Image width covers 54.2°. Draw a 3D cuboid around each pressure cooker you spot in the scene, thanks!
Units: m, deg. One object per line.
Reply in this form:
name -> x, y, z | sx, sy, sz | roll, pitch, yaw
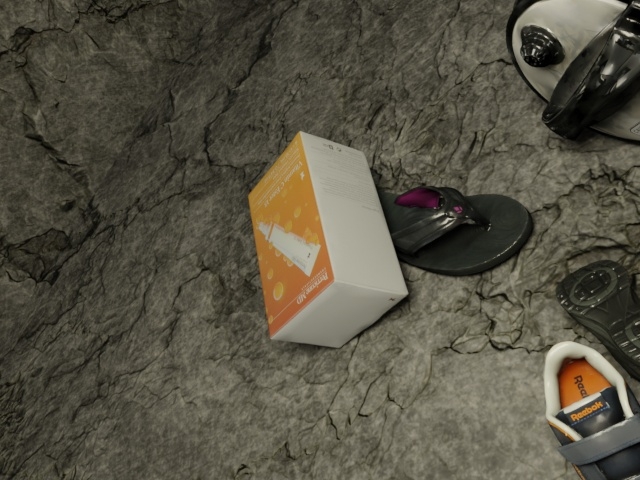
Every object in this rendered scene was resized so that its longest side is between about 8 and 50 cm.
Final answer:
pressure cooker -> 0.501, -0.350, 0.970 | 0.420, 0.370, 0.376 | -53, 39, -9

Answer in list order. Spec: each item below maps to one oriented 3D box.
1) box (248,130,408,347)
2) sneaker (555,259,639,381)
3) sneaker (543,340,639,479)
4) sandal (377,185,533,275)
box -> 0.000, 0.000, 1.207 | 0.215, 0.168, 0.345 | -45, 45, 38
sneaker -> 0.430, 0.129, 0.883 | 0.109, 0.130, 0.286 | -31, 23, 9
sneaker -> 0.379, 0.275, 0.809 | 0.126, 0.127, 0.321 | -34, 47, 14
sandal -> 0.176, -0.034, 1.201 | 0.446, 0.107, 0.167 | 6, 65, 43
